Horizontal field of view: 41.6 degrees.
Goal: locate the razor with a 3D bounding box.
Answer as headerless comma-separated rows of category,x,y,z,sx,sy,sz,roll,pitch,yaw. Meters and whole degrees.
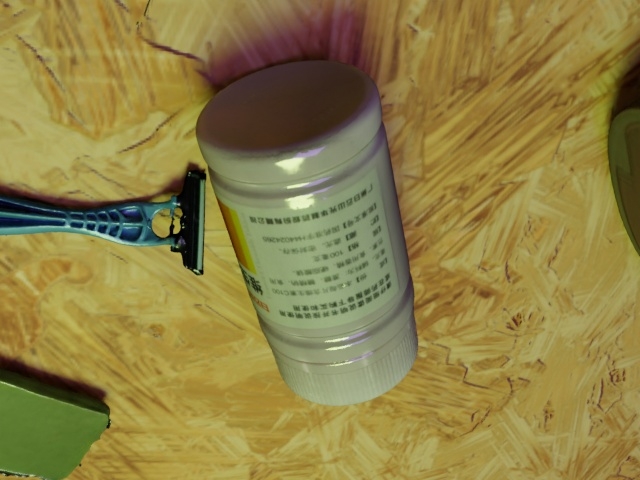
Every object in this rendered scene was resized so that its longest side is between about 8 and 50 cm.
razor,-0.209,-0.017,0.610,0.253,0.042,0.081,3,79,-22

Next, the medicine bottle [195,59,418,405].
medicine bottle,0.000,0.000,0.647,0.133,0.133,0.249,-21,129,-7

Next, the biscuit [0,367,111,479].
biscuit,-0.326,0.122,0.662,0.323,0.038,0.099,26,107,-33

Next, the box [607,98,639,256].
box,0.413,-0.042,0.698,0.216,0.301,0.301,-36,128,-3
